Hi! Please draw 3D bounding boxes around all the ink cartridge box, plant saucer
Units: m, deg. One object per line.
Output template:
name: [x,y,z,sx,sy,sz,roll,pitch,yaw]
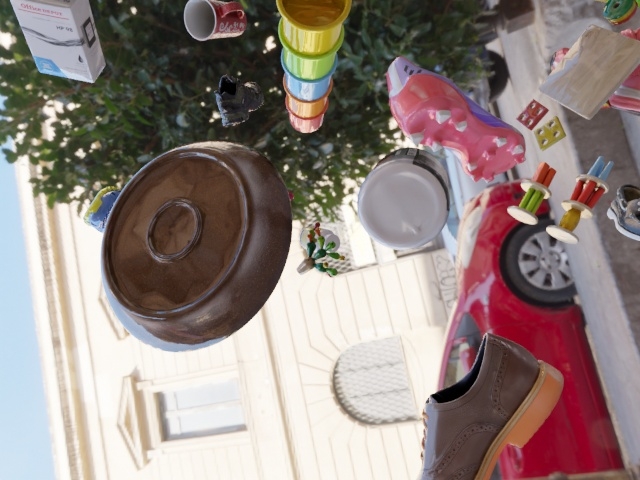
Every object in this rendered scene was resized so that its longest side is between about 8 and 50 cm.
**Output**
ink cartridge box: [-0.446,-0.369,0.824,0.180,0.104,0.060,101,180,-54]
plant saucer: [-0.188,-0.008,0.663,0.050,0.310,0.311,39,-140,-61]

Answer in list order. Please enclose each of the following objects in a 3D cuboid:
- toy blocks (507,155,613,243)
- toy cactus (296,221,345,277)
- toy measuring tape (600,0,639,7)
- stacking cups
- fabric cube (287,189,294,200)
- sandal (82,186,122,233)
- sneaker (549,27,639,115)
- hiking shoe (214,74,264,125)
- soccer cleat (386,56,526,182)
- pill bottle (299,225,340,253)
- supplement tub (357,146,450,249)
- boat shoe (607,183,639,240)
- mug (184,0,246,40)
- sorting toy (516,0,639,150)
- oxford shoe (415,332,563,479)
toy blocks: [0.402,-0.086,0.804,0.148,0.123,0.054,-58,-18,-4]
toy cactus: [-0.011,0.058,1.762,0.112,0.180,0.219,11,-136,-60]
toy measuring tape: [0.485,-0.507,0.870,0.121,0.329,0.122,20,-90,-77]
stacking cups: [-0.015,-0.268,0.746,0.316,0.095,0.096,103,155,-79]
fabric cube: [-0.295,-0.142,1.691,0.254,0.258,0.259,38,176,-29]
sandal: [-0.517,-0.048,1.314,0.126,0.138,0.317,-58,-7,-6]
sneaker: [0.565,-0.338,0.922,0.314,0.115,0.136,-102,29,-56]
hiking shoe: [-0.220,-0.404,1.323,0.227,0.086,0.114,-75,-26,-52]
soccer cleat: [0.168,-0.138,0.574,0.247,0.083,0.095,9,-124,-45]
pill bottle: [0.000,0.000,1.980,0.103,0.184,0.103,-6,-79,-32]
supplement tub: [0.213,-0.118,1.200,0.338,0.206,0.207,-51,-58,-69]
boat shoe: [0.783,-0.067,1.184,0.302,0.114,0.091,-63,-17,-68]
mug: [-0.285,-0.643,1.420,0.169,0.150,0.113,-39,-38,-57]
sorting toy: [0.466,-0.276,0.835,0.046,0.275,0.132,21,-154,-31]
oxford shoe: [0.193,0.302,0.725,0.132,0.364,0.130,36,-177,9]
